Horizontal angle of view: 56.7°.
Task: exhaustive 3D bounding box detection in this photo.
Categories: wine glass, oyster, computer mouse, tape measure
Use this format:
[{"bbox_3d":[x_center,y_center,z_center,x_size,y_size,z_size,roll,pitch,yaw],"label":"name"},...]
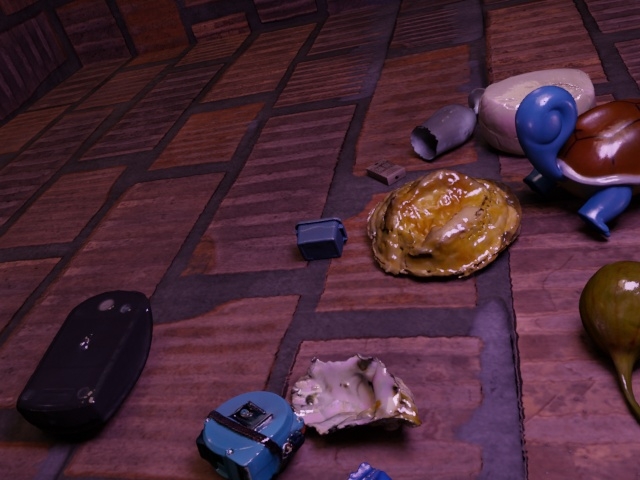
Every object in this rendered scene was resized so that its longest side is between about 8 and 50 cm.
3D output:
[{"bbox_3d":[0.320,-0.274,1.400,0.222,0.103,0.103,-34,37,-23],"label":"wine glass"},{"bbox_3d":[0.047,0.222,0.842,0.209,0.072,0.133,-23,35,29],"label":"oyster"},{"bbox_3d":[-0.380,0.207,1.013,0.170,0.100,0.269,-7,39,19],"label":"computer mouse"},{"bbox_3d":[-0.092,0.269,0.815,0.146,0.081,0.125,12,33,40],"label":"tape measure"}]

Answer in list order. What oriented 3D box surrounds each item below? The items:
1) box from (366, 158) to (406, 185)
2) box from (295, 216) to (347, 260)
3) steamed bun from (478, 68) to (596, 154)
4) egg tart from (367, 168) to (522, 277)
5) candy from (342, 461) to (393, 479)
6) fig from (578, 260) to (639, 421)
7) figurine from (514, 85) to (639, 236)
[{"bbox_3d":[0.152,-0.159,1.374,0.053,0.024,0.083,-31,37,-20],"label":"box"},{"bbox_3d":[0.000,0.000,1.173,0.099,0.074,0.054,-7,45,15],"label":"box"},{"bbox_3d":[0.465,-0.261,1.268,0.238,0.170,0.152,-10,54,10],"label":"steamed bun"},{"bbox_3d":[0.222,-0.049,1.103,0.297,0.132,0.297,-14,38,12],"label":"egg tart"},{"bbox_3d":[0.092,0.368,0.600,0.187,0.077,0.331,-29,36,-30],"label":"candy"},{"bbox_3d":[0.412,0.141,0.781,0.124,0.124,0.236,-3,60,21],"label":"fig"},{"bbox_3d":[0.517,-0.155,1.073,0.416,0.243,0.298,-3,21,-17],"label":"figurine"}]
